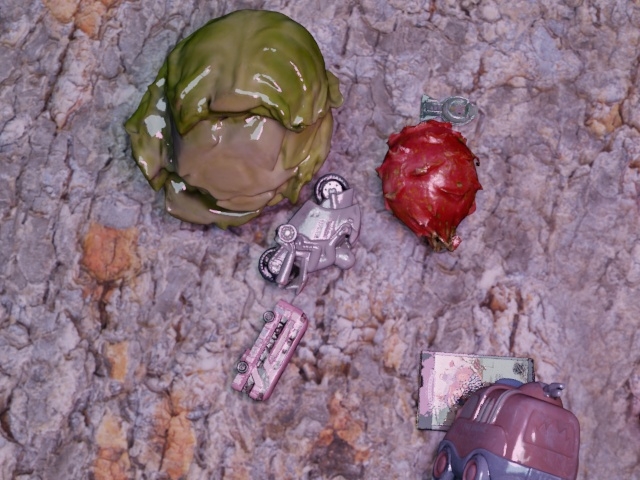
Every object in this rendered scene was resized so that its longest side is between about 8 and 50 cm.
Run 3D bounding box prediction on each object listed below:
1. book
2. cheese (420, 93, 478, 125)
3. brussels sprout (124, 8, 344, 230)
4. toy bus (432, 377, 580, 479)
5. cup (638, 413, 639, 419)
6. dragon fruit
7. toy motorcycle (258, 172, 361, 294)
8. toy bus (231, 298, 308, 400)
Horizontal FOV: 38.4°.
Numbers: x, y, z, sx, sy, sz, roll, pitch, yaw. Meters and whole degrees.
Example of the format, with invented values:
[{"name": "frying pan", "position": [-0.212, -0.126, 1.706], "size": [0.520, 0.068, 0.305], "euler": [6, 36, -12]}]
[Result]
[{"name": "book", "position": [0.309, 0.304, 1.824], "size": [0.231, 0.026, 0.157], "euler": [4, 78, 2]}, {"name": "cheese", "position": [0.272, -0.276, 1.947], "size": [0.121, 0.026, 0.067], "euler": [5, 78, 3]}, {"name": "brussels sprout", "position": [-0.159, -0.261, 1.807], "size": [0.425, 0.342, 0.361], "euler": [-27, 39, 31]}, {"name": "toy bus", "position": [0.350, 0.365, 1.672], "size": [0.197, 0.294, 0.231], "euler": [21, 79, -11]}, {"name": "cup", "position": [0.722, 0.388, 1.728], "size": [0.257, 0.227, 0.301], "euler": [37, 111, 21]}, {"name": "dragon fruit", "position": [0.218, -0.107, 1.831], "size": [0.205, 0.210, 0.268], "euler": [-11, 83, 16]}, {"name": "toy motorcycle", "position": [0.000, 0.000, 1.862], "size": [0.171, 0.110, 0.260], "euler": [37, 87, -3]}, {"name": "toy bus", "position": [-0.100, 0.220, 1.835], "size": [0.090, 0.063, 0.203], "euler": [28, 79, 7]}]
